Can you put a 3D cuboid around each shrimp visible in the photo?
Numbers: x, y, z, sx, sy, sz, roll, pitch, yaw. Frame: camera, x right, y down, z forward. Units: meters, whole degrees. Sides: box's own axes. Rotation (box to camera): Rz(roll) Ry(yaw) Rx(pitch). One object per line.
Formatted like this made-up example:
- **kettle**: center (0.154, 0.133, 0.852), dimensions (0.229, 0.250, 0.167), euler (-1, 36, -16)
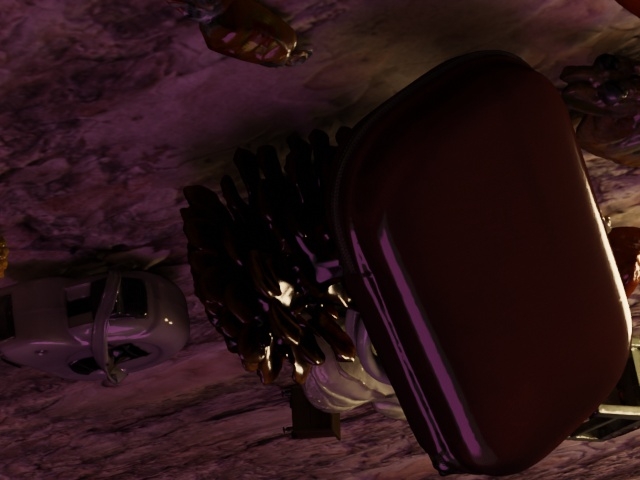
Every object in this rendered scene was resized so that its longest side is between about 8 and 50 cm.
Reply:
- **shrimp**: center (0.313, -0.123, 1.253), dimensions (0.317, 0.077, 0.168), euler (10, 151, -44)

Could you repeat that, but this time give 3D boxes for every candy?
- **candy**: center (-0.067, -0.177, 1.066), dimensions (0.053, 0.046, 0.182), euler (-22, 153, 31)

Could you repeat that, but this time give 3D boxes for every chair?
- **chair**: center (0.478, 0.234, 1.981), dimensions (0.270, 0.136, 0.147), euler (6, 153, -29)

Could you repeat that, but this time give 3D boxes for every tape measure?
- **tape measure**: center (-0.259, 0.103, 1.524), dimensions (0.197, 0.120, 0.236), euler (-17, 157, 15)

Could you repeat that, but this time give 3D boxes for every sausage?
- **sausage**: center (0.337, 0.073, 1.648), dimensions (0.102, 0.102, 0.330), euler (-1, 155, -13)

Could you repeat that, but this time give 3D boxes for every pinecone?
- **pinecone**: center (0.002, 0.003, 1.253), dimensions (0.292, 0.246, 0.246), euler (-32, 148, 20)

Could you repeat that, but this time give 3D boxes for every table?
- **table**: center (-0.015, 0.271, 1.984), dimensions (0.082, 0.083, 0.070), euler (-7, 158, 10)

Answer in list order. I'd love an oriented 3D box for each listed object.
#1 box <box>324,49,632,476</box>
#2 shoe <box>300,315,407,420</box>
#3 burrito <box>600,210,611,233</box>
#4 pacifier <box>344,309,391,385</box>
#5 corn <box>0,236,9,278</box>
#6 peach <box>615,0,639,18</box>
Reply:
- **box**: center (0.152, 0.027, 1.154), dimensions (0.263, 0.108, 0.404), euler (-36, 122, -21)
- **shoe**: center (0.114, 0.151, 1.726), dimensions (0.210, 0.132, 0.342), euler (-28, 152, 29)
- **burrito**: center (0.170, -0.011, 1.353), dimensions (0.299, 0.143, 0.105), euler (-24, 120, 28)
- **pacifier**: center (0.182, 0.130, 1.522), dimensions (0.244, 0.233, 0.299), euler (-27, 133, -8)
- **corn**: center (-0.442, 0.021, 1.358), dimensions (0.206, 0.067, 0.067), euler (-2, 154, -20)
- **peach**: center (0.286, -0.218, 0.828), dimensions (0.362, 0.257, 0.201), euler (-8, 162, -19)
